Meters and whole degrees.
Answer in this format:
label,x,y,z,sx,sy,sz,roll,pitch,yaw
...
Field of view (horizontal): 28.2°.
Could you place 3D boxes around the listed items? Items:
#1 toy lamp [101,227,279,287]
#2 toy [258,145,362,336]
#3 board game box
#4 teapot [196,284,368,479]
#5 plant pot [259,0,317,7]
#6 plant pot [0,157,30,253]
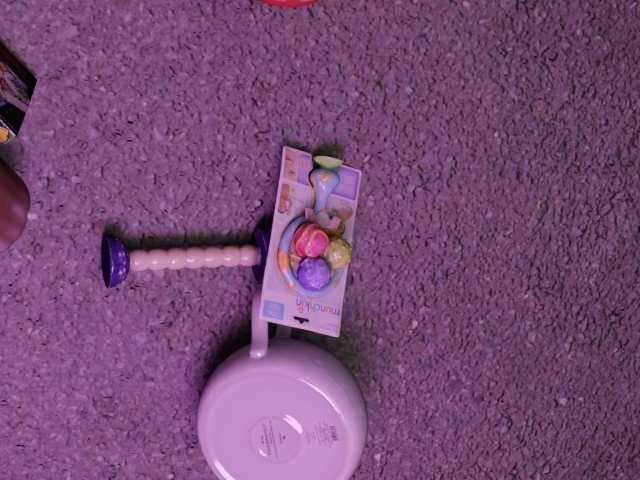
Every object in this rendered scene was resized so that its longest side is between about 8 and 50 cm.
label,x,y,z,sx,sy,sz,roll,pitch,yaw
toy lamp,-0.151,0.024,1.701,0.275,0.080,0.080,-3,111,-19
toy,0.000,0.000,1.703,0.137,0.056,0.237,16,73,-35
board game box,-0.433,-0.238,1.456,0.030,0.136,0.259,-29,121,22
teapot,-0.045,0.229,1.769,0.253,0.187,0.256,33,114,-2
plant pot,-0.051,-0.379,1.532,0.191,0.174,0.191,-8,111,-21
plant pot,-0.435,-0.059,1.490,0.167,0.167,0.165,-42,152,-2
